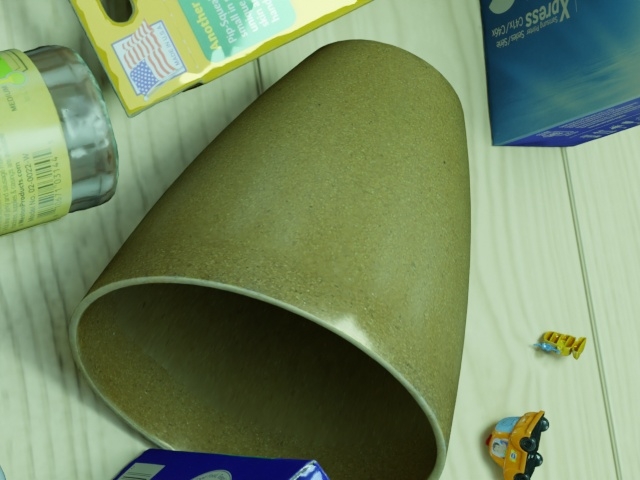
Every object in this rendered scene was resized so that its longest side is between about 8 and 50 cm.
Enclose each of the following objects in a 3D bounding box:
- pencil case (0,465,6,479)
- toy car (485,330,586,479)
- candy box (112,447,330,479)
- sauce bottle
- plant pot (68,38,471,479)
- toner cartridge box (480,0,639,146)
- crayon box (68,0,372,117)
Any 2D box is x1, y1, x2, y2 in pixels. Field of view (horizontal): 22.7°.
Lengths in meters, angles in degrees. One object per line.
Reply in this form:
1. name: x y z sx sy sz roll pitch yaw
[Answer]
1. pencil case: -0.225 0.138 0.870 0.113 0.124 0.273 -18 113 -3
2. toy car: 0.156 0.123 1.170 0.040 0.060 0.122 16 48 20
3. candy box: 0.000 0.276 0.924 0.122 0.268 0.317 -41 102 -22
4. sauce bottle: -0.290 -0.028 0.910 0.344 0.111 0.111 -17 90 -27
5. plant pot: 0.000 0.000 1.009 0.237 0.237 0.254 35 55 -18
6. toner cartridge box: 0.229 -0.173 1.066 0.075 0.348 0.165 -2 83 -26
7. crayon box: -0.036 -0.238 1.058 0.323 0.083 0.203 -28 98 -14
